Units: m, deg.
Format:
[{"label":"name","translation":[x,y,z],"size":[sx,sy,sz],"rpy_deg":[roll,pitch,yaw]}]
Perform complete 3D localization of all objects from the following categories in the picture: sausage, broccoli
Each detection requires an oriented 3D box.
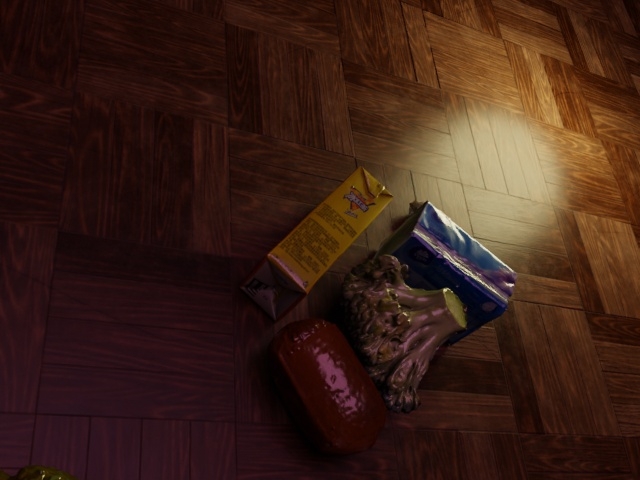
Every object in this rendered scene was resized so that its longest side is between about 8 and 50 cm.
[{"label":"sausage","translation":[0.011,0.268,1.241],"size":[0.141,0.153,0.268],"rpy_deg":[-26,77,-28]},{"label":"broccoli","translation":[0.161,0.168,1.318],"size":[0.288,0.245,0.248],"rpy_deg":[63,16,-7]}]

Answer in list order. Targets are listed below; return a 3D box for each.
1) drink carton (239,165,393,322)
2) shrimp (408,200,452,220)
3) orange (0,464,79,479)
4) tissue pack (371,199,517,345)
[{"label":"drink carton","translation":[0.000,0.000,1.399],"size":[0.111,0.154,0.351],"rpy_deg":[45,49,0]},{"label":"shrimp","translation":[0.265,-0.007,1.643],"size":[0.161,0.049,0.166],"rpy_deg":[30,58,-14]},{"label":"orange","translation":[-0.397,0.439,0.850],"size":[0.300,0.223,0.301],"rpy_deg":[0,62,-25]},{"label":"tissue pack","translation":[0.262,0.076,1.483],"size":[0.263,0.198,0.146],"rpy_deg":[39,47,-5]}]
